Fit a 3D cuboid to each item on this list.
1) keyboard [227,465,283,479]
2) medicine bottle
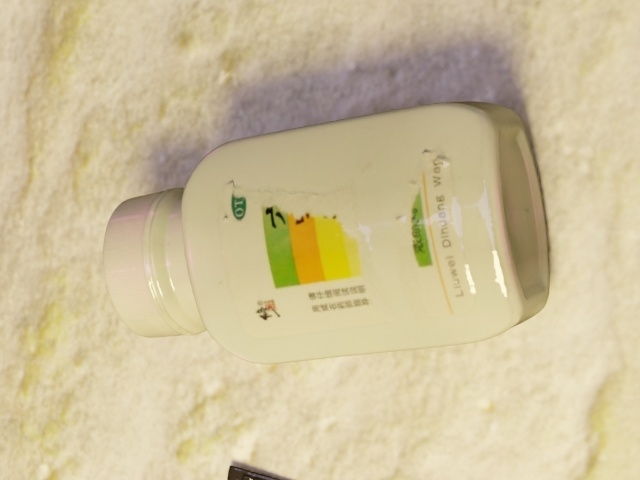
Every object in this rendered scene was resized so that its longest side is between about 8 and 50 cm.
[{"bbox_3d":[-0.056,0.274,1.081,0.063,0.010,0.198,12,101,22],"label":"keyboard"},{"bbox_3d":[0.000,0.000,0.969,0.296,0.111,0.161,-7,93,27],"label":"medicine bottle"}]
